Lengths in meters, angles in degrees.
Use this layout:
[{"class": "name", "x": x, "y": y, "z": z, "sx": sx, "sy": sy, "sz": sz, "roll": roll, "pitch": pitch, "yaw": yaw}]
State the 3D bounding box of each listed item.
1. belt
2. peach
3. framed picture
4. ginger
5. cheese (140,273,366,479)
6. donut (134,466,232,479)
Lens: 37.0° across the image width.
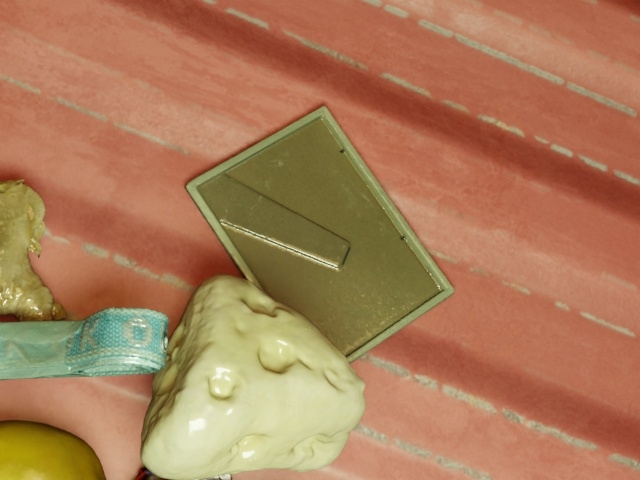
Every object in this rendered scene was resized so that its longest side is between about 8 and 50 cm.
[{"class": "belt", "x": -0.314, "y": 0.122, "z": 1.098, "sx": 0.302, "sy": 0.087, "sz": 0.072, "roll": -7, "pitch": 74, "yaw": 18}, {"class": "peach", "x": -0.347, "y": 0.325, "z": 1.064, "sx": 0.251, "sy": 0.153, "sz": 0.251, "roll": -1, "pitch": 77, "yaw": 5}, {"class": "framed picture", "x": 0.000, "y": 0.000, "z": 1.293, "sx": 0.240, "sy": 0.020, "sz": 0.324, "roll": -33, "pitch": 82, "yaw": -18}, {"class": "ginger", "x": -0.399, "y": 0.023, "z": 1.179, "sx": 0.137, "sy": 0.074, "sz": 0.213, "roll": -12, "pitch": 82, "yaw": -15}, {"class": "cheese", "x": -0.113, "y": 0.153, "z": 1.103, "sx": 0.251, "sy": 0.173, "sz": 0.248, "roll": -8, "pitch": 47, "yaw": -39}, {"class": "donut", "x": -0.130, "y": 0.345, "z": 1.123, "sx": 0.216, "sy": 0.096, "sz": 0.230, "roll": -35, "pitch": 84, "yaw": -19}]
